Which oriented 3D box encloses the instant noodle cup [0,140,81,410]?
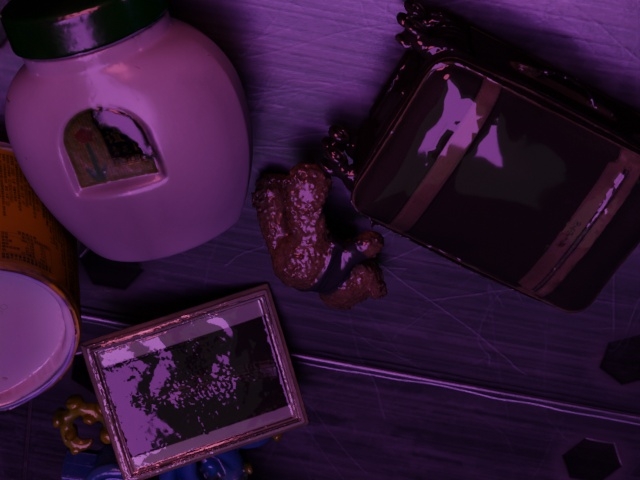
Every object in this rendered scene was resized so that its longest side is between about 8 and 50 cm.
[{"bbox_3d":[-0.464,0.061,1.801,0.326,0.254,0.325,-11,128,-14],"label":"instant noodle cup"}]

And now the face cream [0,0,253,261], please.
[{"bbox_3d":[-0.252,-0.163,1.716,0.313,0.219,0.357,-11,117,13],"label":"face cream"}]

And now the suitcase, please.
[{"bbox_3d":[0.244,-0.102,1.737,0.434,0.194,0.283,25,121,-13],"label":"suitcase"}]

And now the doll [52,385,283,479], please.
[{"bbox_3d":[-0.217,0.302,2.039,0.346,0.099,0.341,-18,109,-2],"label":"doll"}]

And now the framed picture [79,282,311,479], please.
[{"bbox_3d":[-0.182,0.213,1.964,0.293,0.018,0.231,-18,99,-9],"label":"framed picture"}]

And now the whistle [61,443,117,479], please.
[{"bbox_3d":[-0.338,0.358,2.131,0.158,0.090,0.090,8,122,1],"label":"whistle"}]

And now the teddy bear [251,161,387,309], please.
[{"bbox_3d":[-0.012,0.014,1.864,0.182,0.129,0.251,-2,136,50],"label":"teddy bear"}]
